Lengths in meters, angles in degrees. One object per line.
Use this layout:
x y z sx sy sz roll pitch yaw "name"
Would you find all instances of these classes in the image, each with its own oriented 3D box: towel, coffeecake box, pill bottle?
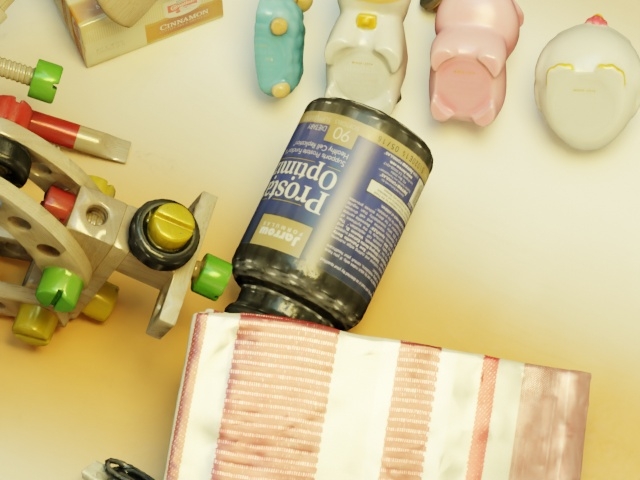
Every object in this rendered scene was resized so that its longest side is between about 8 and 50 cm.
0.041 0.193 1.555 0.329 0.037 0.237 10 76 -3 "towel"
-0.193 -0.274 1.866 0.142 0.068 0.185 -22 62 -12 "coffeecake box"
0.000 0.000 1.662 0.122 0.123 0.219 22 76 13 "pill bottle"

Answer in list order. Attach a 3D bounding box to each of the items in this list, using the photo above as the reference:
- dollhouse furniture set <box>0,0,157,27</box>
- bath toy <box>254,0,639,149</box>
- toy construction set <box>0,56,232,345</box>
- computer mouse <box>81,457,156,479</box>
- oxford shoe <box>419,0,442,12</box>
-0.301 -0.338 1.770 0.198 0.286 0.303 -47 48 -2 "dollhouse furniture set"
0.121 -0.179 1.778 0.348 0.151 0.129 11 26 7 "bath toy"
-0.197 -0.012 1.665 0.237 0.257 0.309 17 37 -9 "toy construction set"
-0.174 0.303 1.531 0.188 0.072 0.272 32 66 17 "computer mouse"
0.180 -0.282 1.867 0.212 0.076 0.076 -46 109 -11 "oxford shoe"
